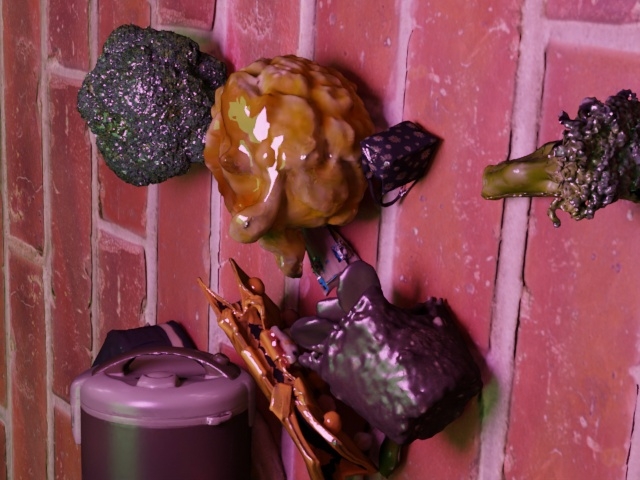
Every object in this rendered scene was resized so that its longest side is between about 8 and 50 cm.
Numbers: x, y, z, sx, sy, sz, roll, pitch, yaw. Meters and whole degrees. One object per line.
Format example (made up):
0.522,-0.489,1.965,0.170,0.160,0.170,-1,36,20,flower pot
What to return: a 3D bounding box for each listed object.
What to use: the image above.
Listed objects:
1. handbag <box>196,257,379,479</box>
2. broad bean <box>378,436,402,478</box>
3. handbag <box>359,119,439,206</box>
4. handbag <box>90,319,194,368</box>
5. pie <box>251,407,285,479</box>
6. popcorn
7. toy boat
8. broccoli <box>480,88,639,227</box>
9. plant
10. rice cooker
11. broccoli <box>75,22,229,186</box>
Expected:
-0.053,0.236,1.834,0.401,0.133,0.283,57,180,30,handbag
0.121,0.293,1.800,0.069,0.039,0.227,16,108,58,broad bean
0.113,-0.107,1.690,0.072,0.115,0.139,42,142,30,handbag
-0.380,0.283,2.293,0.181,0.181,0.254,56,132,29,handbag
-0.198,0.435,2.184,0.339,0.077,0.339,11,105,50,pie
-0.043,-0.139,1.759,0.279,0.274,0.335,-34,76,17,popcorn
0.000,0.000,1.879,0.084,0.066,0.210,-37,53,11,toy boat
0.313,-0.099,1.436,0.304,0.165,0.146,-14,93,62,broccoli
0.105,0.169,1.671,0.276,0.188,0.199,46,124,22,plant
-0.284,0.353,1.986,0.335,0.335,0.325,12,105,49,rice cooker
-0.307,-0.252,2.054,0.275,0.307,0.308,-130,36,-81,broccoli
